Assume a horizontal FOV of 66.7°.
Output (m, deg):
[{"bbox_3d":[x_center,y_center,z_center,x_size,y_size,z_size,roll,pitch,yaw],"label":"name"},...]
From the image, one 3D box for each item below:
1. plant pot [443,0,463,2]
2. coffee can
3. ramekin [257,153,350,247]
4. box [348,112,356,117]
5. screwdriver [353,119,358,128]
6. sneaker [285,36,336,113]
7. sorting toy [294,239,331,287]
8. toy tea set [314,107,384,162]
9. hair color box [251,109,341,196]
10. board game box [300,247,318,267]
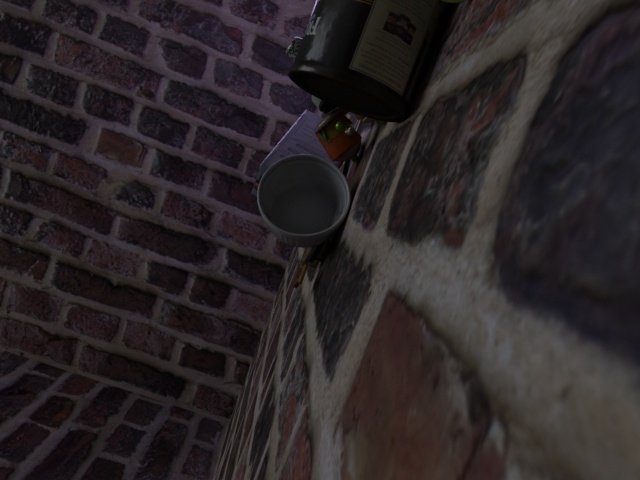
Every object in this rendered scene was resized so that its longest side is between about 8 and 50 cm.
[{"bbox_3d":[0.179,-0.362,0.616,0.079,0.083,0.083,-58,0,-24],"label":"plant pot"},{"bbox_3d":[0.090,-0.356,0.774,0.201,0.201,0.275,-117,48,-83],"label":"coffee can"},{"bbox_3d":[-0.038,-0.082,1.108,0.109,0.207,0.207,98,-171,-68],"label":"ramekin"},{"bbox_3d":[0.176,-0.584,1.554,0.232,0.058,0.322,125,163,-72],"label":"box"},{"bbox_3d":[0.104,-0.365,1.669,0.025,0.024,0.170,-28,-30,-51],"label":"screwdriver"},{"bbox_3d":[0.064,-0.452,1.119,0.158,0.182,0.410,-41,5,43],"label":"sneaker"},{"bbox_3d":[0.000,0.000,1.212,0.132,0.046,0.274,121,168,-65],"label":"sorting toy"},{"bbox_3d":[0.091,-0.266,1.131,0.200,0.124,0.336,-39,6,7],"label":"toy tea set"},{"bbox_3d":[-0.040,-0.232,1.450,0.113,0.185,0.374,-62,1,41],"label":"hair color box"},{"bbox_3d":[-0.002,-0.025,1.348,0.092,0.043,0.181,122,167,-65],"label":"board game box"}]
